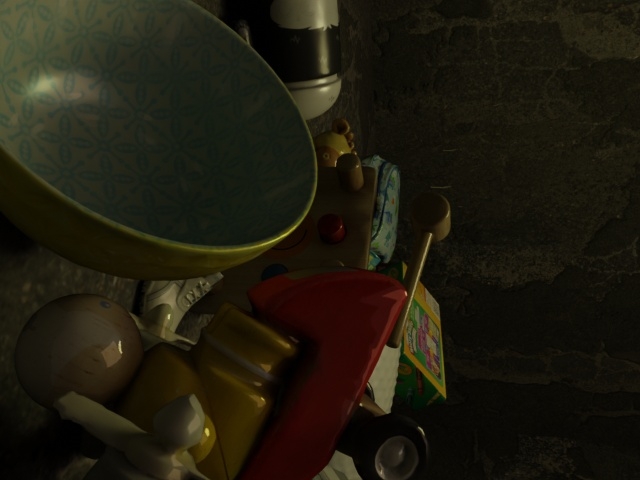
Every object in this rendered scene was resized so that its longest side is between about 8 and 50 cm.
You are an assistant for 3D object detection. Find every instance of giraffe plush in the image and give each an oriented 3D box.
[{"bbox_3d":[-0.016,-0.162,1.180,0.181,0.170,0.210,60,33,-66],"label":"giraffe plush"}]

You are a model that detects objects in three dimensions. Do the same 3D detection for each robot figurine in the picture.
[{"bbox_3d":[-0.054,-0.348,1.009,0.173,0.209,0.278,-113,-164,-65],"label":"robot figurine"}]

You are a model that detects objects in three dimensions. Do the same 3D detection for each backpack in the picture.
[{"bbox_3d":[0.114,-0.074,1.685,0.290,0.273,0.356,47,33,-63],"label":"backpack"}]

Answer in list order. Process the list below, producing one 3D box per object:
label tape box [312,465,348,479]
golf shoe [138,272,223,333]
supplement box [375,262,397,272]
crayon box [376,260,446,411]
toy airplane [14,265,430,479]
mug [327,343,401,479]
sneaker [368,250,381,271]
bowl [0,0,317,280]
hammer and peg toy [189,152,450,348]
[{"bbox_3d":[-0.077,0.393,0.731,0.115,0.249,0.348,51,-5,29],"label":"label tape box"},{"bbox_3d":[-0.167,0.052,0.724,0.069,0.086,0.176,72,25,-61],"label":"golf shoe"},{"bbox_3d":[0.073,0.123,1.445,0.073,0.239,0.130,60,34,-68],"label":"supplement box"},{"bbox_3d":[0.187,0.197,1.251,0.165,0.081,0.278,48,29,-26],"label":"crayon box"},{"bbox_3d":[-0.140,0.169,0.445,0.272,0.386,0.384,53,35,-14],"label":"toy airplane"},{"bbox_3d":[-0.023,0.271,1.070,0.374,0.276,0.328,168,-69,-72],"label":"mug"},{"bbox_3d":[0.034,0.113,1.298,0.127,0.208,0.319,43,43,-70],"label":"sneaker"},{"bbox_3d":[-0.163,-0.072,0.492,0.156,0.289,0.289,-43,-160,38],"label":"bowl"},{"bbox_3d":[0.000,0.000,0.836,0.127,0.361,0.266,73,23,-55],"label":"hammer and peg toy"}]
